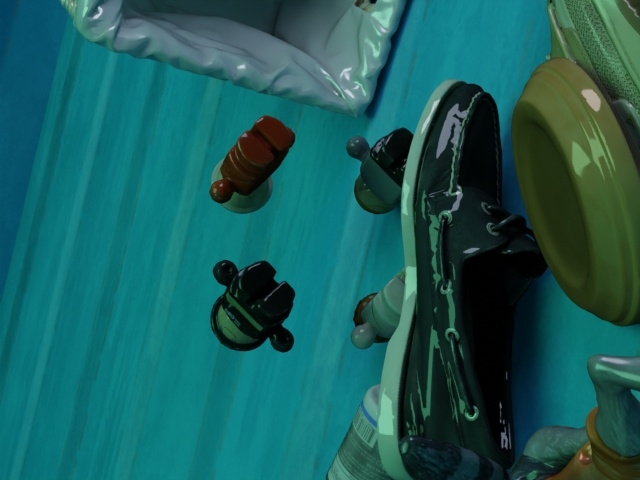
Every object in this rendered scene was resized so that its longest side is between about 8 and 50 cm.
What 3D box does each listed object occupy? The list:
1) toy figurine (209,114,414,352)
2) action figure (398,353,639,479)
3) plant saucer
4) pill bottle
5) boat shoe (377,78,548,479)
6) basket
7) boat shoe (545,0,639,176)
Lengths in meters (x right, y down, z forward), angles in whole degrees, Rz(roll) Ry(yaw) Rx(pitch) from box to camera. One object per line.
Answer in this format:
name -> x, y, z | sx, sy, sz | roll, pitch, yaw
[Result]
toy figurine -> 0.000, 0.000, 1.212 | 0.148, 0.209, 0.213 | 128, 140, -68
action figure -> 0.160, 0.137, 0.798 | 0.330, 0.178, 0.341 | 57, -130, -72
plant saucer -> 0.182, -0.031, 0.941 | 0.200, 0.037, 0.200 | 163, 90, -84
pill bottle -> 0.050, 0.203, 1.166 | 0.137, 0.078, 0.078 | -66, 29, 21
boat shoe -> 0.129, 0.029, 1.062 | 0.113, 0.127, 0.340 | -1, 68, 33
basket -> -0.088, -0.342, 1.395 | 0.266, 0.331, 0.328 | 37, 111, 63
boat shoe -> 0.211, -0.151, 0.962 | 0.110, 0.121, 0.341 | -54, 36, 37
